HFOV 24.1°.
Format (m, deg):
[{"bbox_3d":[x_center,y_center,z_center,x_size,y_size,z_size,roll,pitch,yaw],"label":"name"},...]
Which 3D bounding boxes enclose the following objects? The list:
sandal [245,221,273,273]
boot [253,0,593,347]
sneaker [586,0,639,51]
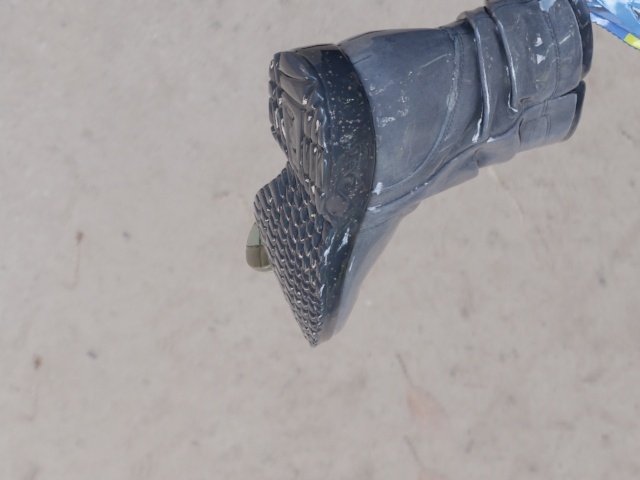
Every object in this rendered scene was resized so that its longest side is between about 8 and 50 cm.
[{"bbox_3d":[0.000,0.000,1.312,0.180,0.072,0.049,-8,143,44],"label":"sandal"},{"bbox_3d":[0.077,-0.048,1.071,0.223,0.118,0.338,-21,158,-17],"label":"boot"},{"bbox_3d":[0.260,-0.241,1.380,0.209,0.069,0.082,19,140,-19],"label":"sneaker"}]
